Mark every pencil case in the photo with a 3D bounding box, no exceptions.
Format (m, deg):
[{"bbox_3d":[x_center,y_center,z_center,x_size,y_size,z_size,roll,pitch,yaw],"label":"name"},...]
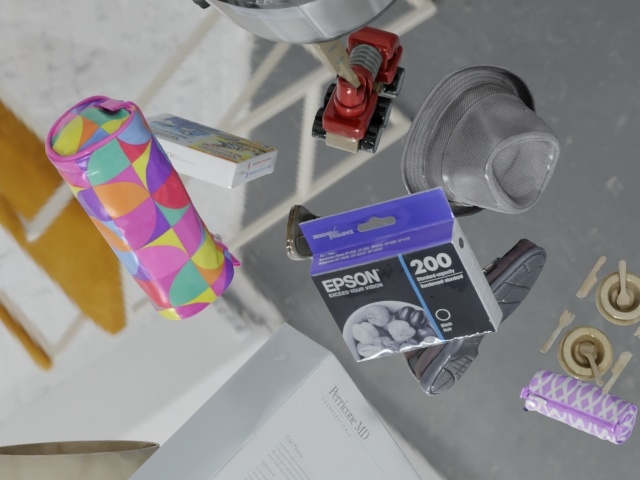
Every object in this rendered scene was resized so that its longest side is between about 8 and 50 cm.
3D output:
[{"bbox_3d":[0.466,0.298,2.234,0.206,0.088,0.086,17,97,33],"label":"pencil case"},{"bbox_3d":[-0.168,-0.030,1.189,0.104,0.104,0.236,28,156,45],"label":"pencil case"}]

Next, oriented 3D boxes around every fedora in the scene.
[{"bbox_3d":[0.257,-0.125,1.817,0.124,0.244,0.275,34,-174,38],"label":"fedora"}]

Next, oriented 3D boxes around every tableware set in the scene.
[{"bbox_3d":[0.446,0.130,1.927,0.128,0.194,0.039,34,170,9],"label":"tableware set"}]

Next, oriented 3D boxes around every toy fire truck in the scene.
[{"bbox_3d":[0.053,-0.306,2.140,0.158,0.217,0.246,17,147,9],"label":"toy fire truck"}]

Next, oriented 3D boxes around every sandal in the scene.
[{"bbox_3d":[0.000,0.000,1.969,0.060,0.090,0.219,-4,162,22],"label":"sandal"}]

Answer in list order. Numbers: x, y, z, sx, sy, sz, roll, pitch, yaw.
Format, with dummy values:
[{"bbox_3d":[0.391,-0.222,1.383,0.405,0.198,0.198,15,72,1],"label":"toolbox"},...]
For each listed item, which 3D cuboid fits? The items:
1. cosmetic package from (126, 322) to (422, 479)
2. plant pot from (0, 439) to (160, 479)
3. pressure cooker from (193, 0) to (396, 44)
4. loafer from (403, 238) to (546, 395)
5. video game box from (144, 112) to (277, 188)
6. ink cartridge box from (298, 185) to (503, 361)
[{"bbox_3d":[-0.026,0.312,1.278,0.097,0.284,0.377,31,159,50],"label":"cosmetic package"},{"bbox_3d":[-0.402,0.428,1.997,0.284,0.284,0.191,169,102,-64],"label":"plant pot"},{"bbox_3d":[-0.042,-0.457,1.677,0.370,0.375,0.420,43,-175,8],"label":"pressure cooker"},{"bbox_3d":[0.234,0.108,1.963,0.095,0.109,0.302,47,111,33],"label":"loafer"},{"bbox_3d":[-0.191,-0.141,1.899,0.205,0.187,0.048,18,108,13],"label":"video game box"},{"bbox_3d":[0.098,0.048,1.569,0.206,0.045,0.208,-15,118,26],"label":"ink cartridge box"}]
